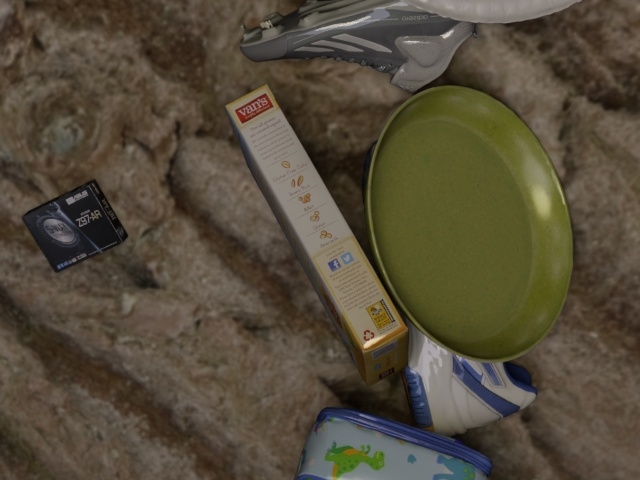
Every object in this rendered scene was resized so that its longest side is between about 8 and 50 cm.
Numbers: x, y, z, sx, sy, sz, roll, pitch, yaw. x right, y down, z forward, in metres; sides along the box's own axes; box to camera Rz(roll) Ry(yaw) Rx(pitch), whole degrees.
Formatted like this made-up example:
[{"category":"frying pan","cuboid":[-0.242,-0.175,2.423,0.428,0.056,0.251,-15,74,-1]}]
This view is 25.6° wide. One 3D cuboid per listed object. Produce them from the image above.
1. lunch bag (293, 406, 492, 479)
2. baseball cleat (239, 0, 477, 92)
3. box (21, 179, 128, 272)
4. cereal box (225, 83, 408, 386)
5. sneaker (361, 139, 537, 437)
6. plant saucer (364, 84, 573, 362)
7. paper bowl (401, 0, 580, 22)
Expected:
[{"category":"lunch bag","cuboid":[0.064,0.231,1.323,0.176,0.090,0.219,18,159,3]},{"category":"baseball cleat","cuboid":[0.034,-0.169,1.231,0.206,0.072,0.109,-14,115,21]},{"category":"box","cuboid":[-0.240,-0.013,1.380,0.083,0.018,0.067,-23,106,20]},{"category":"cereal box","cuboid":[0.000,0.000,1.205,0.047,0.173,0.240,-28,76,-4]},{"category":"sneaker","cuboid":[0.121,0.035,1.293,0.131,0.112,0.296,-14,112,0]},{"category":"plant saucer","cuboid":[0.122,-0.012,1.209,0.037,0.241,0.241,-16,111,50]},{"category":"paper bowl","cuboid":[0.115,-0.291,1.006,0.284,0.148,0.284,11,125,16]}]
